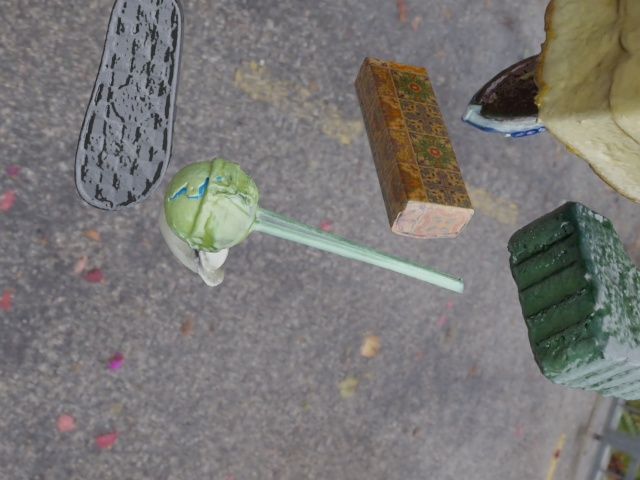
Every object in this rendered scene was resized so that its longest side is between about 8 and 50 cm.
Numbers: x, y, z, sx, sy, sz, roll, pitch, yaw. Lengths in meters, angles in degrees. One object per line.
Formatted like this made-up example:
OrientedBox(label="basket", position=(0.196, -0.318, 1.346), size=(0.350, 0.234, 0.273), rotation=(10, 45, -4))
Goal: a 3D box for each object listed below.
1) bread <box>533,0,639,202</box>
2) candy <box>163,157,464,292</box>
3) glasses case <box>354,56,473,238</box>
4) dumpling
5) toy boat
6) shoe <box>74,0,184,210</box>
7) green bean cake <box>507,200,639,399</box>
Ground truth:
OrientedBox(label="bread", position=(0.406, -0.211, 1.093), size=(0.279, 0.207, 0.279), rotation=(30, 72, -40))
OrientedBox(label="candy", position=(0.000, 0.000, 1.007), size=(0.093, 0.335, 0.092), rotation=(-83, -164, -47))
OrientedBox(label="glasses case", position=(0.091, -0.099, 0.997), size=(0.075, 0.218, 0.049), rotation=(7, 137, -21))
OrientedBox(label="dumpling", position=(-0.209, -0.009, 1.591), size=(0.092, 0.176, 0.150), rotation=(-37, 159, -16))
OrientedBox(label="toy boat", position=(0.344, -0.220, 1.473), size=(0.115, 0.262, 0.114), rotation=(44, 28, -70))
OrientedBox(label="shoe", position=(-0.141, -0.110, 0.744), size=(0.049, 0.071, 0.179), rotation=(-86, -170, -71))
OrientedBox(label="green bean cake", position=(0.490, 0.116, 1.707), size=(0.308, 0.169, 0.300), rotation=(18, 53, -39))
